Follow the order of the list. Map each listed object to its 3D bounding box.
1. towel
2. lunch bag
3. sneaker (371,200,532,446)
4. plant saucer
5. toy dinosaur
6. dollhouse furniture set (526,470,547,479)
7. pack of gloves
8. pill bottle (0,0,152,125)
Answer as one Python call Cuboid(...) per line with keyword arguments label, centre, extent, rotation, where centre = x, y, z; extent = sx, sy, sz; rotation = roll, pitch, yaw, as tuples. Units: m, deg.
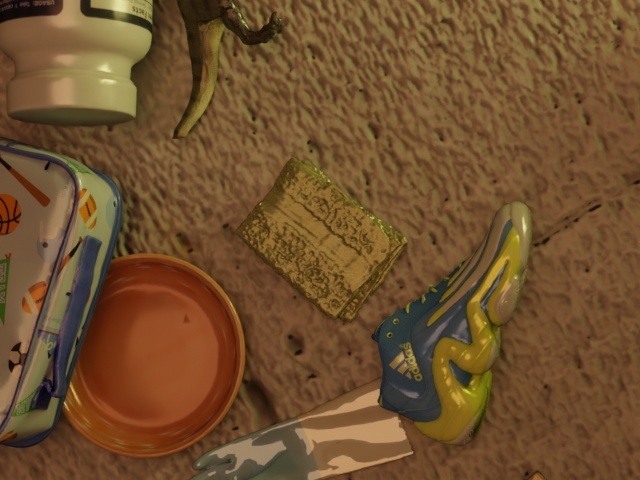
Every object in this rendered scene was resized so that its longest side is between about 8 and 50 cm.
Cuboid(label="towel", centre=(0.000, 0.000, 1.603), extent=(0.148, 0.027, 0.110), rotation=(38, 92, 8))
Cuboid(label="lunch bag", centre=(-0.326, 0.051, 1.583), extent=(0.243, 0.115, 0.303), rotation=(16, 88, 21))
Cuboid(label="sneaker", centre=(0.118, 0.068, 1.549), extent=(0.126, 0.091, 0.240), rotation=(16, 88, 10))
Cuboid(label="plant saucer", centre=(-0.170, 0.113, 1.613), extent=(0.199, 0.037, 0.200), rotation=(-1, 84, 8))
Cuboid(label="toy dinosaur", centre=(-0.097, -0.239, 1.625), extent=(0.118, 0.064, 0.268), rotation=(-5, 89, 12))
Cuboid(label="dollhouse furniture set", centre=(0.190, 0.316, 1.499), extent=(0.151, 0.123, 0.144), rotation=(-42, 81, 3))
Cuboid(label="pack of gloves", centre=(-0.010, 0.266, 1.573), extent=(0.232, 0.046, 0.195), rotation=(-24, 82, 6))
Cuboid(label="pill bottle", centre=(-0.239, -0.249, 1.595), extent=(0.153, 0.153, 0.265), rotation=(0, 85, 8))
